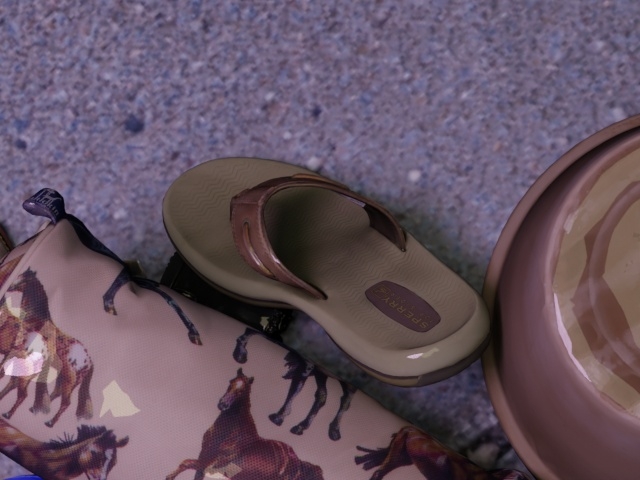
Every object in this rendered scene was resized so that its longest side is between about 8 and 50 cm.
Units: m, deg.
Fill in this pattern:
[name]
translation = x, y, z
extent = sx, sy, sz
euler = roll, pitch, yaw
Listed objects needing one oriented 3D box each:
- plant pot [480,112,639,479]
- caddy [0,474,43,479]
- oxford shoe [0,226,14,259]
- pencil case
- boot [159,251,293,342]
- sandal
[plant pot]
translation = 0.251, 0.045, 1.188
extent = 0.323, 0.280, 0.323
euler = -2, 80, 11
[caddy]
translation = -0.190, 0.332, 1.287
extent = 0.241, 0.179, 0.341
euler = -36, 73, 29
[oxford shoe]
translation = -0.285, 0.034, 1.379
extent = 0.348, 0.130, 0.123
euler = 38, 89, 15
[pencil case]
translation = -0.054, 0.133, 1.242
extent = 0.410, 0.160, 0.183
euler = 30, 44, -5
[boot]
translation = -0.081, 0.071, 1.375
extent = 0.099, 0.045, 0.121
euler = 20, 80, 15
[sandal]
translation = 0.002, 0.000, 1.300
extent = 0.120, 0.086, 0.303
euler = -42, 44, -21
